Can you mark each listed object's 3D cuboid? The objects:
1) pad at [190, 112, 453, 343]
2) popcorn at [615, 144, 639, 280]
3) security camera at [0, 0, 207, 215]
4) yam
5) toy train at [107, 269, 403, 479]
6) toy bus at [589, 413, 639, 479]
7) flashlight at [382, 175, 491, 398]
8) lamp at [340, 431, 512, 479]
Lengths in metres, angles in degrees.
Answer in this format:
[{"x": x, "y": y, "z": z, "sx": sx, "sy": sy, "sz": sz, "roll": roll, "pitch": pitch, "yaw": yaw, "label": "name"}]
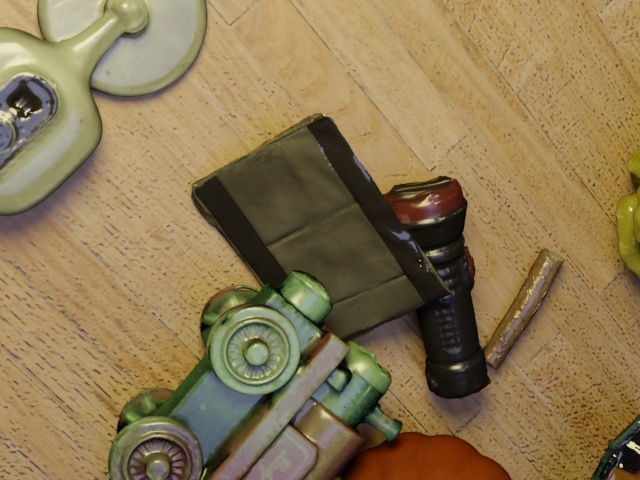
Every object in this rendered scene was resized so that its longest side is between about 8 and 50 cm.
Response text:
[{"x": 0.000, "y": 0.000, "z": 0.974, "sx": 0.174, "sy": 0.022, "sz": 0.233, "roll": -29, "pitch": 110, "yaw": 25, "label": "pad"}, {"x": 0.461, "y": -0.037, "z": 1.013, "sx": 0.282, "sy": 0.282, "sz": 0.247, "roll": 28, "pitch": 76, "yaw": -18, "label": "popcorn"}, {"x": -0.229, "y": -0.160, "z": 0.898, "sx": 0.301, "sy": 0.080, "sz": 0.157, "roll": -45, "pitch": 107, "yaw": -7, "label": "security camera"}, {"x": 0.222, "y": 0.076, "z": 1.087, "sx": 0.032, "sy": 0.032, "sz": 0.145, "roll": 31, "pitch": 92, "yaw": -18, "label": "yam"}, {"x": -0.062, "y": 0.186, "z": 0.952, "sx": 0.221, "sy": 0.150, "sz": 0.304, "roll": 40, "pitch": 89, "yaw": -10, "label": "toy train"}, {"x": 0.434, "y": 0.331, "z": 1.040, "sx": 0.323, "sy": 0.162, "sz": 0.194, "roll": 30, "pitch": 93, "yaw": 26, "label": "toy bus"}, {"x": 0.128, "y": 0.052, "z": 1.026, "sx": 0.093, "sy": 0.093, "sz": 0.232, "roll": -19, "pitch": 107, "yaw": -11, "label": "flashlight"}, {"x": 0.106, "y": 0.308, "z": 1.011, "sx": 0.223, "sy": 0.196, "sz": 0.223, "roll": -3, "pitch": 78, "yaw": 16, "label": "lamp"}]
